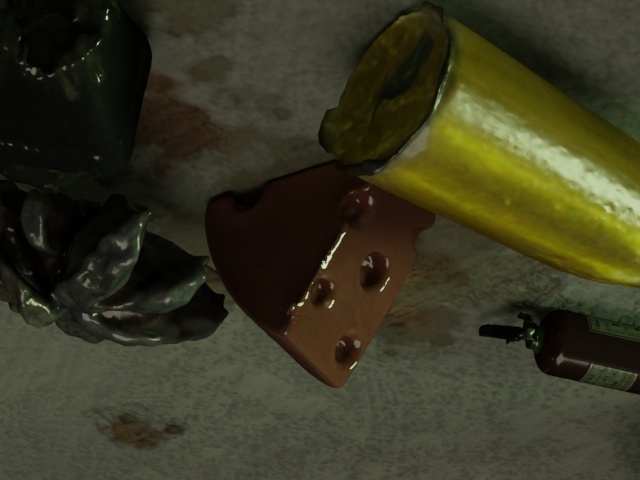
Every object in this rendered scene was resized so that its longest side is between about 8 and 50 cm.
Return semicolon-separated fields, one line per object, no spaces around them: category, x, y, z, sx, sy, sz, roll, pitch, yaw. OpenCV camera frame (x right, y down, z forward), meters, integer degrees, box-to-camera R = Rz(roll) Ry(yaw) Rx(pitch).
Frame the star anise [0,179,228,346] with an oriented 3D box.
star anise;-0.244;0.031;1.696;0.316;0.139;0.359;32;159;-17

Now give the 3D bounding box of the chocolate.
chocolate;0.211;-0.037;1.599;0.445;0.162;0.162;28;138;-31

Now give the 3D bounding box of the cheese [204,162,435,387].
cheese;-0.024;0.010;1.734;0.177;0.203;0.128;17;162;40

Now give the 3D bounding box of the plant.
plant;-0.226;-0.136;1.507;0.164;0.141;0.256;10;155;-7

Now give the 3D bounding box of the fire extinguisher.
fire extinguisher;0.282;0.117;1.886;0.231;0.071;0.099;12;171;-10
